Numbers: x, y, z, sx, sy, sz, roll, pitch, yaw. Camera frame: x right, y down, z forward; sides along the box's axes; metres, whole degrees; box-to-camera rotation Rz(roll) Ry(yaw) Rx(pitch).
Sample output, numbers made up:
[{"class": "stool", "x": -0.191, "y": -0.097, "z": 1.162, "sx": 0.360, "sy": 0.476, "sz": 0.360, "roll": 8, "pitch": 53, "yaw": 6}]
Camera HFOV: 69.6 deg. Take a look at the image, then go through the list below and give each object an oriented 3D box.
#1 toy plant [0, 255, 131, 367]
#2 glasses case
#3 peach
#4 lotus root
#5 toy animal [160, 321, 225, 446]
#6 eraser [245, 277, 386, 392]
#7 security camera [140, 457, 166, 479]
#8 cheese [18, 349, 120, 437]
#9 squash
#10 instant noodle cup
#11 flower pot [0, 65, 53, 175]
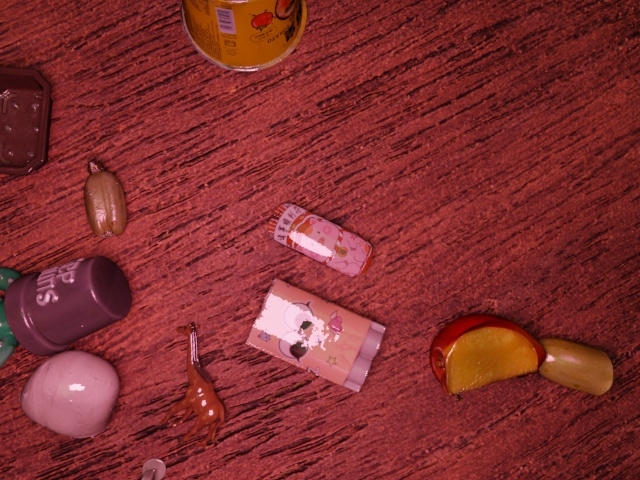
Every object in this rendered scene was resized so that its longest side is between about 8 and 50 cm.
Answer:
[{"class": "toy plant", "x": -0.635, "y": 0.157, "z": 1.006, "sx": 0.401, "sy": 0.185, "sz": 0.279, "roll": -20, "pitch": 76, "yaw": 4}, {"class": "glasses case", "x": 0.000, "y": 0.000, "z": 1.122, "sx": 0.267, "sy": 0.067, "sz": 0.103, "roll": 25, "pitch": 83, "yaw": -3}, {"class": "peach", "x": 0.386, "y": 0.248, "z": 1.088, "sx": 0.268, "sy": 0.159, "sz": 0.153, "roll": -14, "pitch": 97, "yaw": -3}, {"class": "lotus root", "x": -0.507, "y": -0.097, "z": 1.084, "sx": 0.091, "sy": 0.077, "sz": 0.182, "roll": -13, "pitch": 89, "yaw": -13}, {"class": "toy animal", "x": -0.298, "y": 0.337, "z": 1.079, "sx": 0.224, "sy": 0.066, "sz": 0.229, "roll": 33, "pitch": 93, "yaw": 17}, {"class": "eraser", "x": -0.010, "y": 0.221, "z": 1.095, "sx": 0.291, "sy": 0.087, "sz": 0.171, "roll": 24, "pitch": 85, "yaw": -2}, {"class": "security camera", "x": -0.388, "y": 0.537, "z": 1.038, "sx": 0.058, "sy": 0.092, "sz": 0.058, "roll": 0, "pitch": 87, "yaw": -3}, {"class": "cheese", "x": -0.535, "y": 0.328, "z": 0.993, "sx": 0.198, "sy": 0.154, "sz": 0.189, "roll": 30, "pitch": 111, "yaw": -10}, {"class": "squash", "x": 0.598, "y": 0.296, "z": 1.124, "sx": 0.187, "sy": 0.123, "sz": 0.122, "roll": 19, "pitch": 84, "yaw": -4}, {"class": "instant noodle cup", "x": -0.187, "y": -0.596, "z": 1.061, "sx": 0.326, "sy": 0.254, "sz": 0.325, "roll": 0, "pitch": 86, "yaw": -4}, {"class": "flower pot", "x": -0.712, "y": -0.269, "z": 1.079, "sx": 0.179, "sy": 0.084, "sz": 0.250, "roll": 3, "pitch": 84, "yaw": -4}]
